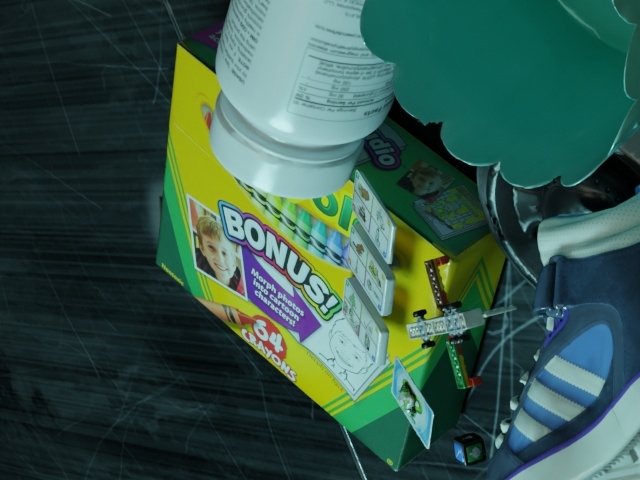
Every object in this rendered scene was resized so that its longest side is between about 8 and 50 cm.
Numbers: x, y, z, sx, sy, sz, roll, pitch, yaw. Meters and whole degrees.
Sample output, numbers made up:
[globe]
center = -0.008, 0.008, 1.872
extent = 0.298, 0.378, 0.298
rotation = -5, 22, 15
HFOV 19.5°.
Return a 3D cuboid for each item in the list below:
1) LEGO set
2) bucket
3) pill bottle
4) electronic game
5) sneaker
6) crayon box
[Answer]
[LEGO set]
center = 0.093, 0.075, 1.617
extent = 0.182, 0.060, 0.244
rotation = 94, 153, -42
[bucket]
center = 0.172, -0.198, 1.362
extent = 0.281, 0.183, 0.281
rotation = 32, 140, 32
[pill bottle]
center = 0.002, -0.183, 1.574
extent = 0.160, 0.160, 0.283
rotation = 40, 132, 24
[electronic game]
center = 0.230, -0.024, 1.562
extent = 0.229, 0.048, 0.229
rotation = 25, 135, 27
[sneaker]
center = 0.211, 0.100, 1.495
extent = 0.323, 0.130, 0.236
rotation = -51, 37, 40
[crayon box]
center = 0.000, 0.000, 1.827
extent = 0.363, 0.106, 0.313
rotation = 39, 143, 25
